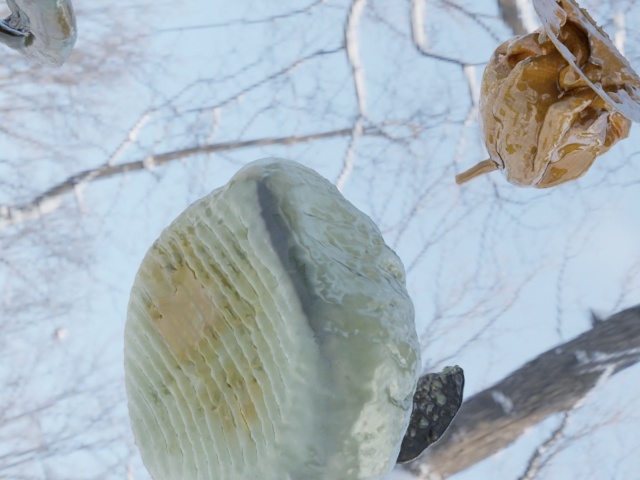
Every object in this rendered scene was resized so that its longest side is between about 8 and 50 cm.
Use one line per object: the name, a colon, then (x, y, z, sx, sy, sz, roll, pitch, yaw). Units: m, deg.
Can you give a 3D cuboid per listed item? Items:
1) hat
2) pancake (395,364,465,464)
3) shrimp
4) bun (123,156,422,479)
hat: (0.236, -0.148, 1.568, 0.233, 0.233, 0.244, -43, -124, 25)
pancake: (0.030, 0.117, 1.198, 0.190, 0.184, 0.020, 54, -29, 15)
shrimp: (-0.258, -0.202, 1.080, 0.254, 0.059, 0.145, 6, -43, 57)
bun: (-0.018, 0.073, 0.877, 0.244, 0.153, 0.244, -9, -101, 52)
